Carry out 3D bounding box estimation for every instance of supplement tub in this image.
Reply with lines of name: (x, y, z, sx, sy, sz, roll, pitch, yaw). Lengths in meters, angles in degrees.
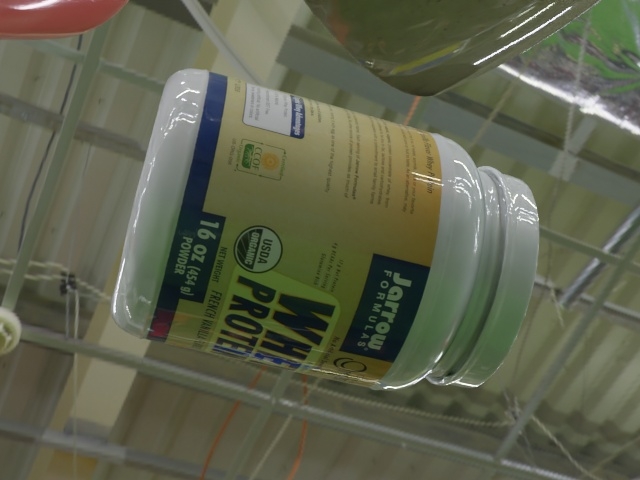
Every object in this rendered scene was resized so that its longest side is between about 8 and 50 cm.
supplement tub: (0.000, 0.000, 0.758, 0.316, 0.228, 0.228, 14, -64, -11)

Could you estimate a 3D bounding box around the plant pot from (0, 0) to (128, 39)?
plant pot: (-0.321, -0.304, 0.808, 0.274, 0.243, 0.275, 6, -67, 14)

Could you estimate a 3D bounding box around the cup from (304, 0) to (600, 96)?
cup: (0.118, -0.269, 0.473, 0.236, 0.331, 0.331, -13, -55, 32)
